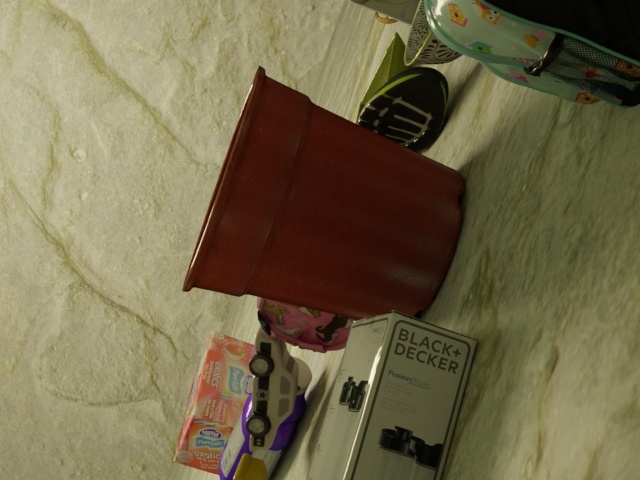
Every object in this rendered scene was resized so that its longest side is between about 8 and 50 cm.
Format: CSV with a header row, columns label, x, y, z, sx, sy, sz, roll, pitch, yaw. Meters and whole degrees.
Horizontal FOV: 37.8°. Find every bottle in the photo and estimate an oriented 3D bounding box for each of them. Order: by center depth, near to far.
label,x,y,z,sx,sy,sz,roll,pitch,yaw
bottle,-0.091,0.308,1.566,0.118,0.092,0.283,-83,15,-52

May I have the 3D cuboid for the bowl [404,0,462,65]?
label,x,y,z,sx,sy,sz,roll,pitch,yaw
bowl,0.178,-0.295,1.213,0.170,0.080,0.170,-161,90,-82

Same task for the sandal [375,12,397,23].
label,x,y,z,sx,sy,sz,roll,pitch,yaw
sandal,0.138,-0.472,1.926,0.180,0.072,0.049,-95,9,-73

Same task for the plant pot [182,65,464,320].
label,x,y,z,sx,sy,sz,roll,pitch,yaw
plant pot,0.008,-0.030,1.086,0.272,0.265,0.273,-162,90,-82

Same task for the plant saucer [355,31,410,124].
label,x,y,z,sx,sy,sz,roll,pitch,yaw
plant saucer,0.109,-0.240,1.651,0.188,0.045,0.188,118,168,-49

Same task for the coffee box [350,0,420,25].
label,x,y,z,sx,sy,sz,roll,pitch,yaw
coffee box,0.155,-0.520,1.660,0.098,0.141,0.247,-100,32,-74

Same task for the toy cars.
label,x,y,z,sx,sy,sz,roll,pitch,yaw
toy cars,-0.072,0.311,1.356,0.176,0.087,0.394,88,-172,-61

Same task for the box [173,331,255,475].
label,x,y,z,sx,sy,sz,roll,pitch,yaw
box,-0.222,0.366,2.112,0.300,0.142,0.154,-86,17,-60

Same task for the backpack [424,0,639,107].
label,x,y,z,sx,sy,sz,roll,pitch,yaw
backpack,0.169,-0.194,0.674,0.144,0.188,0.166,142,145,-75

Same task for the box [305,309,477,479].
label,x,y,z,sx,sy,sz,roll,pitch,yaw
box,0.047,0.220,0.890,0.169,0.087,0.290,141,146,-75

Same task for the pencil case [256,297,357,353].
label,x,y,z,sx,sy,sz,roll,pitch,yaw
pencil case,0.000,0.000,1.462,0.167,0.160,0.386,-33,27,27

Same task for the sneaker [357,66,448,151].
label,x,y,z,sx,sy,sz,roll,pitch,yaw
sneaker,0.108,-0.185,1.351,0.300,0.111,0.121,136,156,-68
